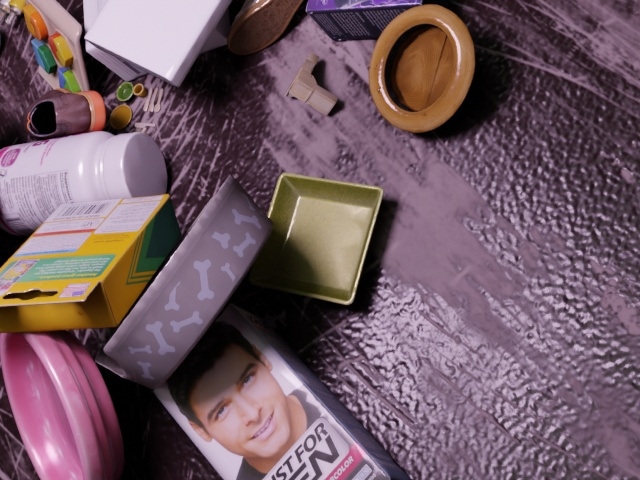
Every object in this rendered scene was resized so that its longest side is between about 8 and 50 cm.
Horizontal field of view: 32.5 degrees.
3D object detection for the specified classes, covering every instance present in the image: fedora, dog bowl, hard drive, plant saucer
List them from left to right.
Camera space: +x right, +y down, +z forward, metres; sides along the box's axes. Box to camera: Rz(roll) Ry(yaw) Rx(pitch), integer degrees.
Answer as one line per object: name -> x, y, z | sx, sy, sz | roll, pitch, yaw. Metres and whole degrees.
plant saucer -> -0.395, 0.269, 1.703 | 0.084, 0.332, 0.332 | -20, 55, -30
hard drive -> -0.234, -0.423, 1.814 | 0.203, 0.040, 0.308 | 28, 85, 27
dog bowl -> -0.197, 0.069, 1.634 | 0.102, 0.349, 0.349 | 35, 91, -7
plant saucer -> 0.000, 0.000, 1.708 | 0.188, 0.045, 0.189 | 10, 78, 29
fedora -> 0.166, -0.260, 1.682 | 0.194, 0.079, 0.194 | 3, 95, 34

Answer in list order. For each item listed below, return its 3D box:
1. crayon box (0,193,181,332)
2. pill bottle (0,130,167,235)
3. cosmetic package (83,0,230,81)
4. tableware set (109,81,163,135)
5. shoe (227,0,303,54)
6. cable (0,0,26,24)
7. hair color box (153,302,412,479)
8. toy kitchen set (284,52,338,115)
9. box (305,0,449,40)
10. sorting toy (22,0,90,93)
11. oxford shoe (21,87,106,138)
crayon box -> -0.364, 0.044, 1.656 | 0.203, 0.083, 0.323 | -4, 27, 18
pill bottle -> -0.416, -0.100, 1.881 | 0.283, 0.160, 0.160 | -6, 71, 24
cosmetic package -> -0.293, -0.437, 1.948 | 0.224, 0.138, 0.224 | -16, 67, 19
tableware set -> -0.342, -0.210, 1.961 | 0.104, 0.024, 0.154 | 7, 77, 28
shoe -> -0.079, -0.400, 1.858 | 0.219, 0.076, 0.058 | -42, 39, 26
cable -> -0.571, -0.562, 2.185 | 0.139, 0.072, 0.287 | 35, 80, 30
hair color box -> -0.058, 0.287, 1.601 | 0.185, 0.113, 0.374 | -49, 59, 4
toy kitchen set -> -0.011, -0.247, 1.811 | 0.068, 0.075, 0.083 | -52, 11, 45
box -> 0.099, -0.414, 1.762 | 0.207, 0.108, 0.153 | 1, 73, 27
sorting toy -> -0.478, -0.340, 1.985 | 0.038, 0.208, 0.193 | -28, 55, -27
oxford shoe -> -0.482, -0.223, 1.946 | 0.271, 0.098, 0.097 | -3, 96, 53
